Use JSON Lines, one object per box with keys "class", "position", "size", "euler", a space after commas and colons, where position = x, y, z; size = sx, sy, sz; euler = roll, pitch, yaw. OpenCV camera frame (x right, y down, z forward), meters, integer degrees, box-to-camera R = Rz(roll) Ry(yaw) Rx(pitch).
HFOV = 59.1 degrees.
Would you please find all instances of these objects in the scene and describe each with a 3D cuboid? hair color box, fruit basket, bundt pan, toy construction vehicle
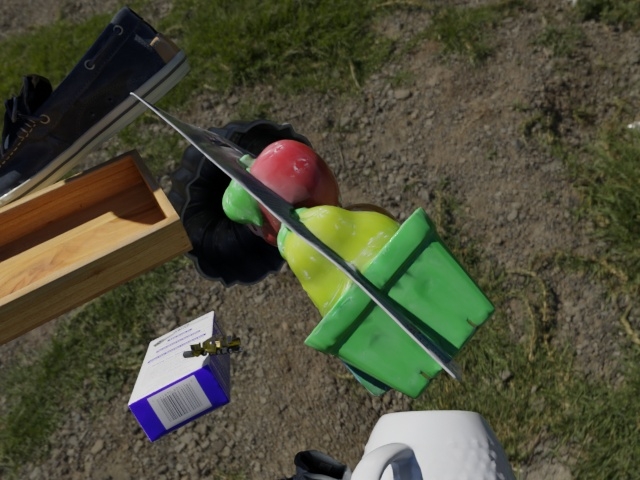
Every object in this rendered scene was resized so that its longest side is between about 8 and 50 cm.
{"class": "hair color box", "position": [-0.309, 0.296, 1.298], "size": [0.185, 0.110, 0.339], "euler": [-26, 16, -2]}
{"class": "fruit basket", "position": [0.000, 0.000, 0.592], "size": [0.353, 0.327, 0.165], "euler": [35, 96, 10]}
{"class": "bundt pan", "position": [-0.157, -0.083, 1.093], "size": [0.124, 0.331, 0.331], "euler": [28, 65, 40]}
{"class": "toy construction vehicle", "position": [-0.188, 0.186, 0.999], "size": [0.086, 0.098, 0.035], "euler": [-15, 77, 38]}

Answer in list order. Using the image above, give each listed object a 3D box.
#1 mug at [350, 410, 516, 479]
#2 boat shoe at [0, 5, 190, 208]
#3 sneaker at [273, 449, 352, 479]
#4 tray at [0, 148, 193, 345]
{"class": "mug", "position": [0.156, 0.428, 0.847], "size": [0.276, 0.374, 0.328], "euler": [-16, 63, 33]}
{"class": "boat shoe", "position": [-0.454, -0.200, 0.951], "size": [0.500, 0.156, 0.187], "euler": [-38, 27, 2]}
{"class": "sneaker", "position": [-0.048, 0.412, 0.969], "size": [0.228, 0.132, 0.086], "euler": [-11, 31, 9]}
{"class": "tray", "position": [-0.415, 0.027, 0.815], "size": [0.411, 0.076, 0.203], "euler": [-29, 50, -15]}
